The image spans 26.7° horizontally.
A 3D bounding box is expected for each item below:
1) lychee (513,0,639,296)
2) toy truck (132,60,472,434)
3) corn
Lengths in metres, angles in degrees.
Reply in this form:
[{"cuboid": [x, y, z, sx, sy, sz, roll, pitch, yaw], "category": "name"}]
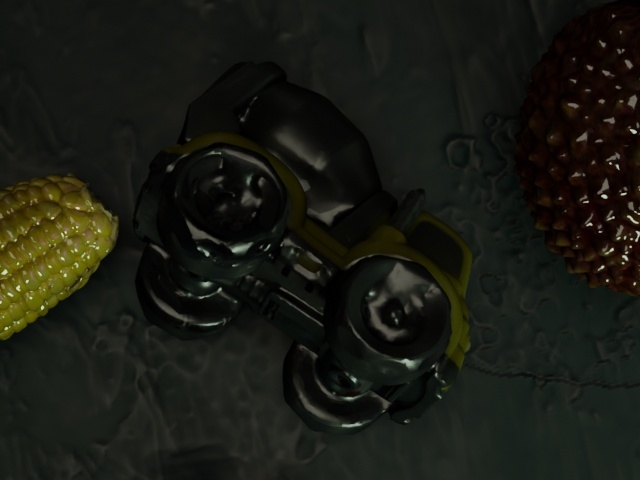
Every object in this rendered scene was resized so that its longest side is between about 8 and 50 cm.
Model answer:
[{"cuboid": [0.198, -0.055, 0.793, 0.188, 0.188, 0.188, 0, 82, 1], "category": "lychee"}, {"cuboid": [0.000, 0.000, 0.818, 0.224, 0.147, 0.165, 34, 61, 2], "category": "toy truck"}, {"cuboid": [-0.257, 0.048, 0.831, 0.291, 0.101, 0.101, -29, 82, -8], "category": "corn"}]
